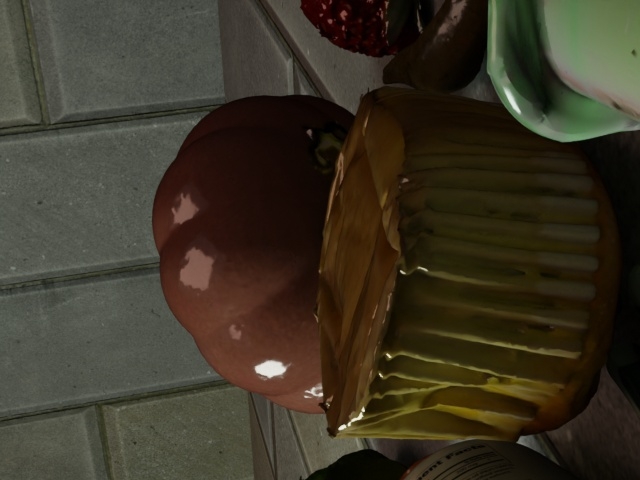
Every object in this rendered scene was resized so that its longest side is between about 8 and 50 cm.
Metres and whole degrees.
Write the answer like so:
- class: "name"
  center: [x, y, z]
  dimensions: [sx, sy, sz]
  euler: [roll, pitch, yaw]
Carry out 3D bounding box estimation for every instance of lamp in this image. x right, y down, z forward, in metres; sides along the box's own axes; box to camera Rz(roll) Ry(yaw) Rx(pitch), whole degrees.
- class: "lamp"
  center: [0.000, 0.000, 0.874]
  dimensions: [0.239, 0.305, 0.305]
  euler: [-30, 61, 34]

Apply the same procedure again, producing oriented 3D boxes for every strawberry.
- class: "strawberry"
  center: [0.025, -0.266, 0.938]
  dimensions: [0.228, 0.098, 0.174]
  euler: [-132, 36, -69]

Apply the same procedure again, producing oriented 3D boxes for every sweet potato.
- class: "sweet potato"
  center: [0.105, -0.157, 0.733]
  dimensions: [0.249, 0.059, 0.069]
  euler: [130, 144, -69]

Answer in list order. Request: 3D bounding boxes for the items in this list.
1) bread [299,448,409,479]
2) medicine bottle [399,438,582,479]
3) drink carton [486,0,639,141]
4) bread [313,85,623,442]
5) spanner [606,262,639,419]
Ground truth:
- class: "bread"
  center: [0.079, 0.437, 1.105]
  dimensions: [0.366, 0.129, 0.382]
  euler: [-119, 23, -55]
- class: "medicine bottle"
  center: [0.129, 0.221, 0.622]
  dimensions: [0.288, 0.157, 0.157]
  euler: [-164, 67, -78]
- class: "drink carton"
  center: [0.155, -0.086, 0.338]
  dimensions: [0.142, 0.144, 0.146]
  euler: [-128, 31, -57]
- class: "bread"
  center: [0.091, 0.015, 0.627]
  dimensions: [0.288, 0.156, 0.204]
  euler: [-103, 24, -73]
- class: "spanner"
  center: [0.215, 0.136, 0.430]
  dimensions: [0.325, 0.040, 0.096]
  euler: [-110, 15, -50]
